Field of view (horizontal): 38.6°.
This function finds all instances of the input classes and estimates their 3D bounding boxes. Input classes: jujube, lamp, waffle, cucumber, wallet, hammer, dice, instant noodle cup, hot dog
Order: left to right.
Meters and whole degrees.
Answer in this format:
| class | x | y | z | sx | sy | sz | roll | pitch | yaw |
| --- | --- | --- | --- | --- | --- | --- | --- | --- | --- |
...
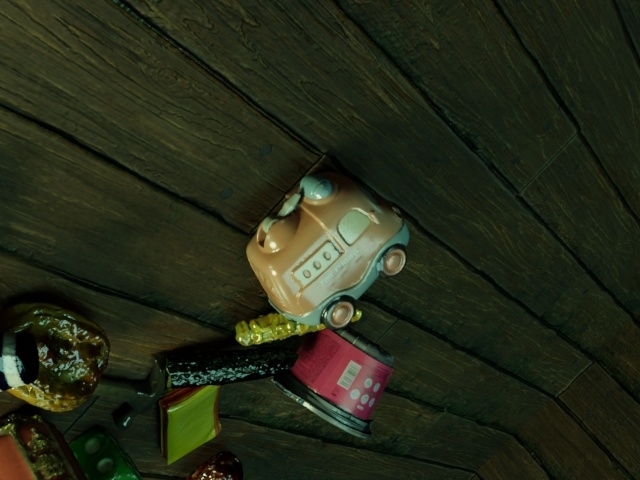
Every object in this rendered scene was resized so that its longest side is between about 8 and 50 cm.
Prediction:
| class | x | y | z | sx | sy | sz | roll | pitch | yaw |
| --- | --- | --- | --- | --- | --- | --- | --- | --- | --- |
| lamp | -0.487 | 0.431 | 1.563 | 0.177 | 0.274 | 0.177 | -32 | 156 | -16 |
| hot dog | -0.429 | 0.186 | 1.471 | 0.227 | 0.099 | 0.161 | 32 | 78 | -51 |
| hammer | -0.444 | 0.252 | 1.610 | 0.168 | 0.044 | 0.440 | -48 | 146 | 12 |
| dice | -0.429 | 0.453 | 1.780 | 0.120 | 0.128 | 0.131 | -35 | 145 | -13 |
| wallet | -0.273 | 0.361 | 1.899 | 0.141 | 0.067 | 0.241 | -27 | 149 | -28 |
| jujube | -0.252 | 0.596 | 2.104 | 0.168 | 0.168 | 0.236 | 2 | 121 | -46 |
| cucumber | -0.168 | 0.247 | 1.810 | 0.300 | 0.072 | 0.072 | -2 | 132 | -28 |
| waffle | -0.057 | 0.159 | 1.784 | 0.219 | 0.057 | 0.229 | -10 | 173 | -31 |
| instant noodle cup | 0.044 | 0.283 | 1.980 | 0.182 | 0.258 | 0.302 | -57 | 150 | -1 |

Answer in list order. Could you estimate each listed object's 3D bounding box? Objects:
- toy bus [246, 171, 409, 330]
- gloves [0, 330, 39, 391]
| class | x | y | z | sx | sy | sz | roll | pitch | yaw |
| --- | --- | --- | --- | --- | --- | --- | --- | --- | --- |
| toy bus | 0.000 | 0.000 | 1.641 | 0.287 | 0.194 | 0.232 | -45 | 127 | -5 |
| gloves | -0.529 | 0.177 | 1.313 | 0.218 | 0.140 | 0.131 | -11 | 118 | -3 |
